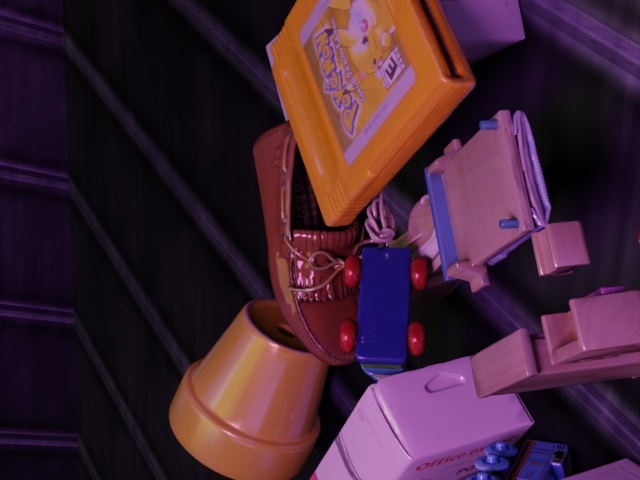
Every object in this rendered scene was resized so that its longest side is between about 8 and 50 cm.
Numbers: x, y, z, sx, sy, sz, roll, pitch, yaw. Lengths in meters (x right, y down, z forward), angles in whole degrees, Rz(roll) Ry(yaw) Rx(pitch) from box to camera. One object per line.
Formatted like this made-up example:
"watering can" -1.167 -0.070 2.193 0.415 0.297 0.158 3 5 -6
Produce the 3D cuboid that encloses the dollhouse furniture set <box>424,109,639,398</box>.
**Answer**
"dollhouse furniture set" 0.263 -0.015 1.083 0.286 0.198 0.303 127 136 -68

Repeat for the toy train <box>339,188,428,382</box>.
"toy train" 0.087 0.058 1.373 0.143 0.105 0.248 78 -165 -65

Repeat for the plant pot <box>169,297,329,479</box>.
"plant pot" -0.098 0.237 1.765 0.254 0.254 0.239 48 122 44

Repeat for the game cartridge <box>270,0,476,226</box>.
"game cartridge" 0.044 -0.215 1.302 0.323 0.053 0.285 -48 54 50

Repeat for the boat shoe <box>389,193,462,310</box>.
"boat shoe" 0.164 -0.016 1.361 0.103 0.113 0.302 64 147 18

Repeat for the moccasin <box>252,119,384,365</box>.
"moccasin" 0.003 0.000 1.587 0.147 0.139 0.379 -19 76 56

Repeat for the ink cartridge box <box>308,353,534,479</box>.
"ink cartridge box" 0.123 0.291 1.412 0.117 0.207 0.283 61 144 29

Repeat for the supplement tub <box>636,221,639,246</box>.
"supplement tub" 0.380 -0.065 0.987 0.106 0.106 0.197 50 138 42

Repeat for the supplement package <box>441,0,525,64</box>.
"supplement package" 0.123 -0.283 1.343 0.244 0.134 0.139 -18 81 60

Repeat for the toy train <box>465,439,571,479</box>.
"toy train" 0.236 0.295 1.248 0.105 0.184 0.080 2 101 22

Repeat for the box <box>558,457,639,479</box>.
"box" 0.347 0.365 1.137 0.182 0.119 0.180 29 121 53

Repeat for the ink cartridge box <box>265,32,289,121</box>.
"ink cartridge box" 0.006 -0.251 1.639 0.224 0.045 0.223 -29 74 57
